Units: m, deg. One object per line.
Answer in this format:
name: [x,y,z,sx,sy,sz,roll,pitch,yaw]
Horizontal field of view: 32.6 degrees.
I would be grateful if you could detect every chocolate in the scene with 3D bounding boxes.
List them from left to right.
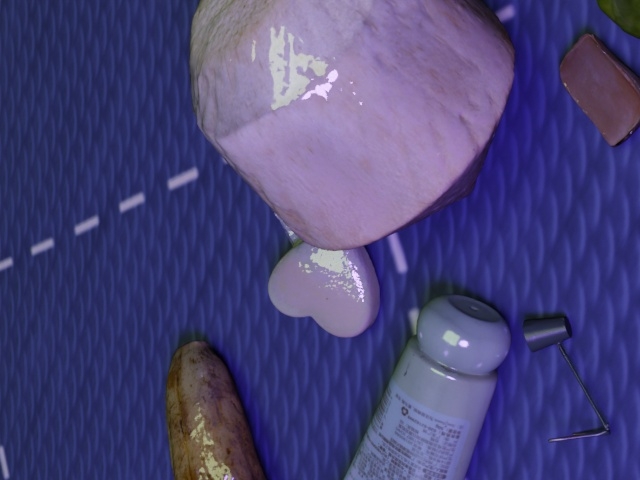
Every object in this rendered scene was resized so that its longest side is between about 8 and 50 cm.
chocolate: [0.263,-0.139,0.998,0.100,0.031,0.064,55,137,26]

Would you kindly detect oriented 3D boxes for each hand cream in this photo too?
hand cream: [0.097,0.202,1.083,0.147,0.093,0.305,32,110,33]

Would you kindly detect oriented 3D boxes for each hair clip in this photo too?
hair clip: [0.001,-0.001,1.169,0.159,0.071,0.218,-35,75,28]

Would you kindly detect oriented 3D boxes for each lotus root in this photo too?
lotus root: [-0.123,0.243,1.240,0.110,0.097,0.258,-33,69,34]

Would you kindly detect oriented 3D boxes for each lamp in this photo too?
lamp: [0.231,0.127,1.023,0.054,0.041,0.121,-18,76,25]

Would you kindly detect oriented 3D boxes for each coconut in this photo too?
coconut: [0.040,-0.134,1.015,0.329,0.329,0.328,0,91,36]

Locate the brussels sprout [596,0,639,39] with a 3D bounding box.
brussels sprout: [0.300,-0.258,0.907,0.161,0.144,0.180,-173,70,-70]
